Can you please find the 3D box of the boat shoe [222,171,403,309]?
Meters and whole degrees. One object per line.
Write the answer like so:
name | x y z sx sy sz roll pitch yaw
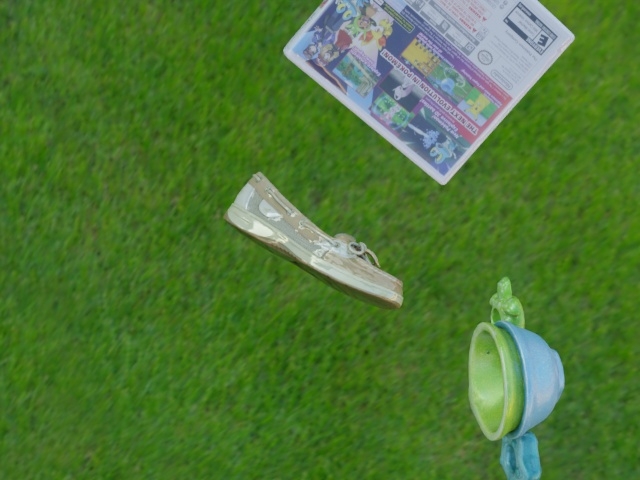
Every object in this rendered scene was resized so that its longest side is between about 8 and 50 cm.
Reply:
boat shoe | 0.000 0.000 1.003 0.153 0.056 0.048 28 83 28

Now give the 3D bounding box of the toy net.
toy net | 0.107 0.146 0.842 0.045 0.122 0.232 -4 111 -13

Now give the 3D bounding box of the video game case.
video game case | 0.099 -0.176 1.239 0.201 0.023 0.183 38 99 -23
